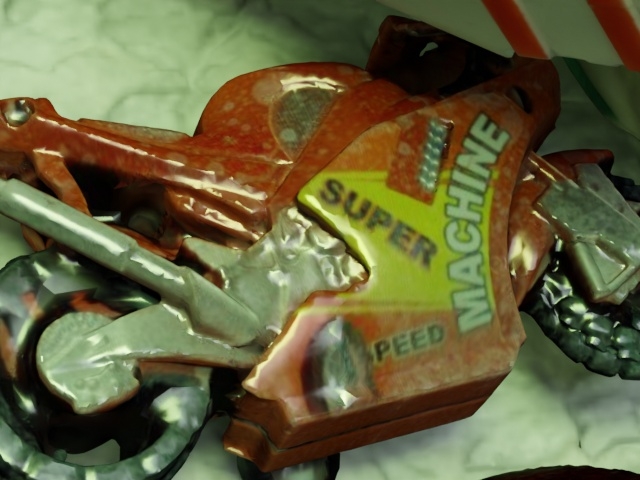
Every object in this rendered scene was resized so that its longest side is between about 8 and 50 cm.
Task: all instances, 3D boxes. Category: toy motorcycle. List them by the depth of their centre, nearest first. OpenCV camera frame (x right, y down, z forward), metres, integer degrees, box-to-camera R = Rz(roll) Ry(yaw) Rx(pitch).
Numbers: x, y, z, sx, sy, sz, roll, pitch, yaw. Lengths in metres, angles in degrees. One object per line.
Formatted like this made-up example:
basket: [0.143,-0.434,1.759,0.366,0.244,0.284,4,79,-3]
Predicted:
toy motorcycle: [0.001,0.001,0.614,0.298,0.089,0.171,-11,72,-22]

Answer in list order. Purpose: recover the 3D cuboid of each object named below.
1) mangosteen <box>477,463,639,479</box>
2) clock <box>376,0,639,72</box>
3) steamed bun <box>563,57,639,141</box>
mangosteen: [0.093,0.200,0.515,0.235,0.235,0.261,-59,137,-28]
clock: [0.026,-0.195,0.592,0.309,0.166,0.235,11,69,34]
steamed bun: [0.164,-0.129,0.675,0.131,0.177,0.228,10,73,-19]
